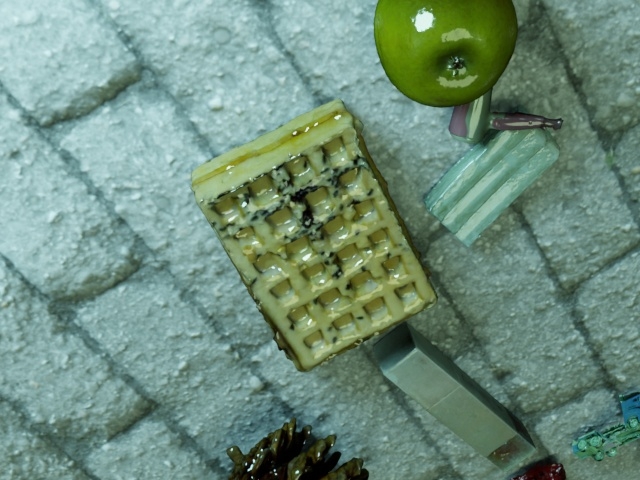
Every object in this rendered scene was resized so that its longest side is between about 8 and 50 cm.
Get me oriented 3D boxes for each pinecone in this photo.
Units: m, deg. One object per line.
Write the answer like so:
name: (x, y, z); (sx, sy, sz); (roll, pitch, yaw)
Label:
pinecone: (-0.026, 0.435, 1.768); (0.309, 0.244, 0.244); (23, 118, 1)

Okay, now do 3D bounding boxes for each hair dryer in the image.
hair dryer: (0.269, -0.183, 1.528); (0.154, 0.054, 0.106); (13, 117, -4)

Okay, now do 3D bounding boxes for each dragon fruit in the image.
dragon fruit: (0.400, 0.462, 2.028); (0.131, 0.097, 0.063); (-6, 124, 12)

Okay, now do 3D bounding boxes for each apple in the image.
apple: (0.165, -0.268, 1.396); (0.197, 0.157, 0.196); (-4, 130, -4)

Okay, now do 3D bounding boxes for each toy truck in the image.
toy truck: (0.548, 0.348, 1.994); (0.067, 0.081, 0.175); (33, 129, -31)

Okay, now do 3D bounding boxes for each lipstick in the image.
lipstick: (0.235, 0.275, 1.841); (0.080, 0.076, 0.371); (-39, 125, 14)

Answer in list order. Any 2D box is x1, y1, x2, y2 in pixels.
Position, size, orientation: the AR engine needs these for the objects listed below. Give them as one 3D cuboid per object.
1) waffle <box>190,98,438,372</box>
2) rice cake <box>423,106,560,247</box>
waffle: (0.000, 0.000, 1.560); (0.261, 0.114, 0.376); (-25, 127, 3)
rice cake: (0.261, -0.096, 1.613); (0.211, 0.038, 0.124); (-42, 124, 13)
